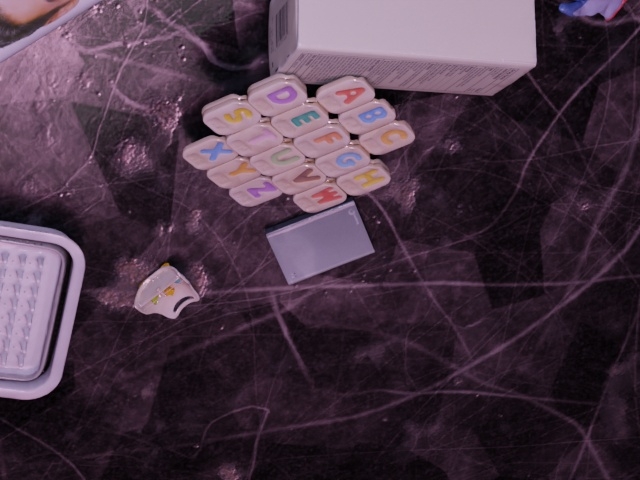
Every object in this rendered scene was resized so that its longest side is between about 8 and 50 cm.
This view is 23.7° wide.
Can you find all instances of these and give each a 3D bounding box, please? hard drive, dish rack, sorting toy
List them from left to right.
[{"bbox_3d":[-0.508,0.078,2.115,0.333,0.072,0.285,9,119,-14],"label":"dish rack"},{"bbox_3d":[-0.214,0.078,2.185,0.083,0.045,0.075,-37,127,13],"label":"sorting toy"},{"bbox_3d":[0.000,0.000,2.181,0.135,0.022,0.094,-21,122,4],"label":"hard drive"}]

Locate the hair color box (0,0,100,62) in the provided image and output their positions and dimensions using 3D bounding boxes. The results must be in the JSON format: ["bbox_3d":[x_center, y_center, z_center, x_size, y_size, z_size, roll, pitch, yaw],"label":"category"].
[{"bbox_3d":[-0.283,-0.382,1.771,0.374,0.113,0.185,-32,141,-4],"label":"hair color box"}]

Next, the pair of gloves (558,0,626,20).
[{"bbox_3d":[0.391,-0.367,1.979,0.198,0.023,0.159,-52,150,19],"label":"pair of gloves"}]

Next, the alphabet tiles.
[{"bbox_3d":[-0.028,-0.124,2.026,0.278,0.021,0.284,-21,144,23],"label":"alphabet tiles"}]

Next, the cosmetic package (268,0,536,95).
[{"bbox_3d":[0.101,-0.262,1.933,0.309,0.160,0.113,2,80,-16],"label":"cosmetic package"}]
